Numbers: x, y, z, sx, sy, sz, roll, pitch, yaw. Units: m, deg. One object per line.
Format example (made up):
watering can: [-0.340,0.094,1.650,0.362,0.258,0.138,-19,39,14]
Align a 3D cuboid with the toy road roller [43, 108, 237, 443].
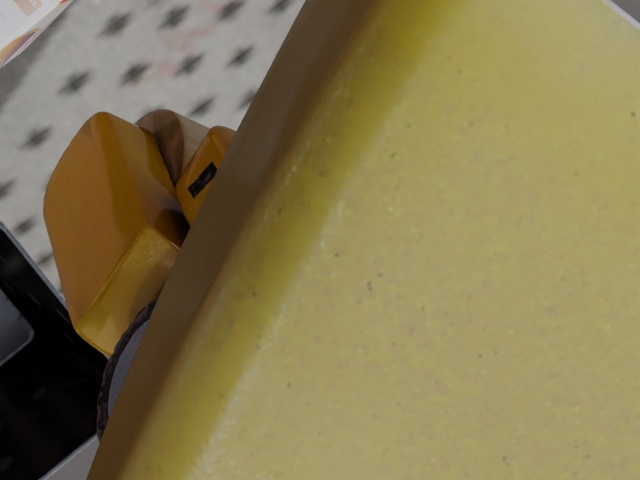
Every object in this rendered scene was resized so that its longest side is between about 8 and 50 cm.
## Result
toy road roller: [0.000,0.000,1.071,0.202,0.329,0.240,24,111,-31]

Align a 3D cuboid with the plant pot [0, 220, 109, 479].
plant pot: [-0.280,0.090,1.448,0.187,0.188,0.167,-39,-157,-7]

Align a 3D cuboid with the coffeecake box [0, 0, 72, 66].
coffeecake box: [-0.234,-0.101,1.078,0.185,0.068,0.142,-45,-171,-29]

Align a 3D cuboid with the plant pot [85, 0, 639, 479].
plant pot: [0.046,0.056,0.443,0.187,0.212,0.212,-52,-172,7]
